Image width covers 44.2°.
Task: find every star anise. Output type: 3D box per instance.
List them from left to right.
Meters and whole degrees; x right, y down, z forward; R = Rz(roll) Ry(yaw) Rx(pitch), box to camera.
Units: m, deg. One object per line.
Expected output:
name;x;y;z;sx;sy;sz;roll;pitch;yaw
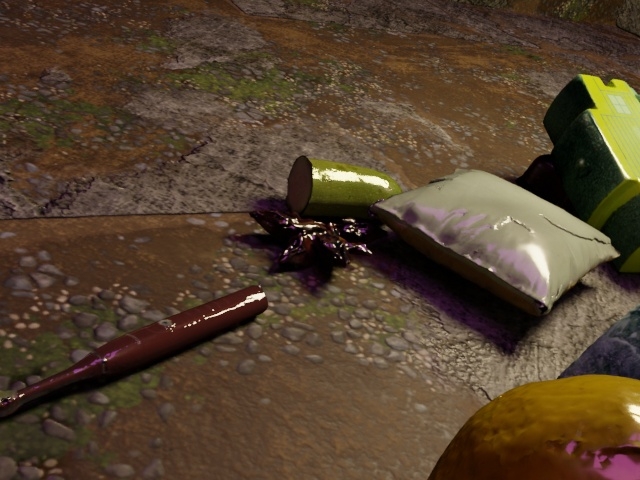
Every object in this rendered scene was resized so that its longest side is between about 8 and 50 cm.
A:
star anise;-0.001;0.004;1.110;0.212;0.054;0.157;15;28;-8

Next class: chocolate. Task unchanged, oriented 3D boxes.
chocolate;0.467;-0.120;1.540;0.148;0.080;0.125;19;29;1

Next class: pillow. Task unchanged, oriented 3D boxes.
pillow;0.273;-0.012;1.210;0.310;0.119;0.312;30;32;26

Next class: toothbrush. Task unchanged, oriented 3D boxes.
toothbrush;-0.190;0.112;0.839;0.040;0.041;0.364;34;33;29

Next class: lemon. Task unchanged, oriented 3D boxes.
lemon;0.205;0.234;0.597;0.292;0.293;0.293;13;29;-7

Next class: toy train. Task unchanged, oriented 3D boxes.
toy train;0.578;-0.121;1.430;0.272;0.179;0.442;2;52;-22

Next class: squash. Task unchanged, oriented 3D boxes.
squash;0.047;-0.076;1.244;0.187;0.095;0.095;5;31;-27

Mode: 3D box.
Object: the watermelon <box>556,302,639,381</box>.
watermelon;0.434;0.184;0.905;0.387;0.258;0.228;-33;60;0
